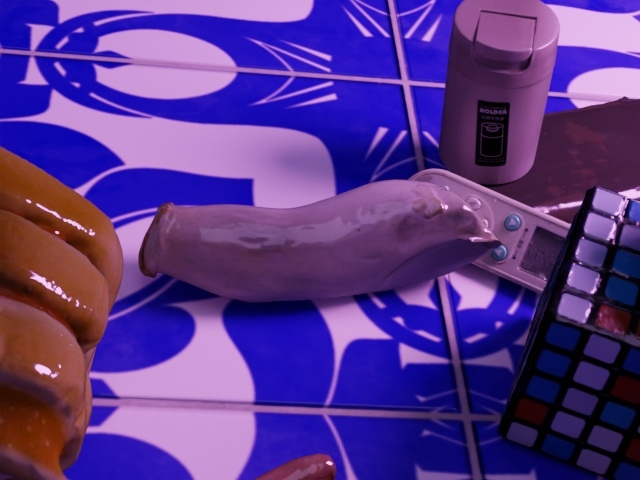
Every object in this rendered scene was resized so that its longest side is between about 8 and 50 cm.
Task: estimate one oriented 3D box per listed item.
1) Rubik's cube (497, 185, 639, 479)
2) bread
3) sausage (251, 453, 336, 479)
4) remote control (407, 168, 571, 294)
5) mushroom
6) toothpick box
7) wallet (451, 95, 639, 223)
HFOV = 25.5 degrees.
[{"bbox_3d":[0.285,0.095,1.287,0.182,0.184,0.187,21,47,7],"label":"Rubik's cube"},{"bbox_3d":[-0.319,0.041,1.197,0.300,0.210,0.341,14,43,-2],"label":"bread"},{"bbox_3d":[-0.071,0.222,1.179,0.186,0.043,0.043,-17,51,-26],"label":"sausage"},{"bbox_3d":[0.183,-0.006,1.452,0.221,0.078,0.042,24,4,12],"label":"remote control"},{"bbox_3d":[-0.001,0.002,1.380,0.351,0.097,0.109,-6,87,-12],"label":"mushroom"},{"bbox_3d":[0.184,-0.160,1.484,0.111,0.180,0.111,2,45,-2],"label":"toothpick box"},{"bbox_3d":[0.299,-0.083,1.575,0.310,0.042,0.165,-10,47,-17],"label":"wallet"}]
